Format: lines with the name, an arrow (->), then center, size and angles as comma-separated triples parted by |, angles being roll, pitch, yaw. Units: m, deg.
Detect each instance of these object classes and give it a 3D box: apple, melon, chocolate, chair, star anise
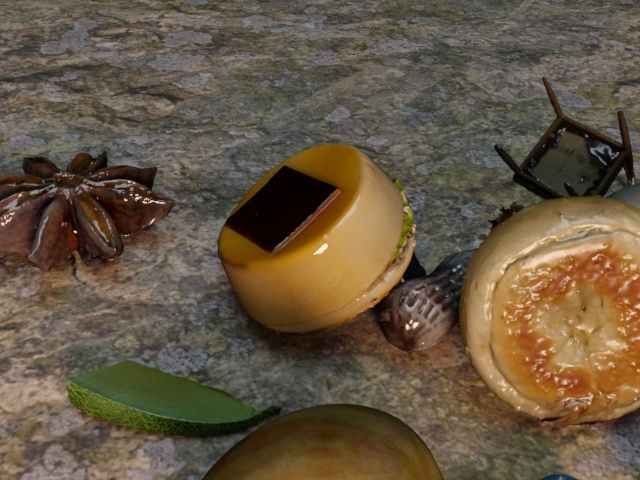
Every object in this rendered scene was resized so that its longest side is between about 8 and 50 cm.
apple -> 0.003, 0.282, 0.613 | 0.234, 0.256, 0.256 | -24, 37, 15
melon -> -0.181, 0.204, 0.858 | 0.262, 0.053, 0.114 | 10, 21, 1
chocolate -> 0.183, 0.084, 0.978 | 0.248, 0.110, 0.110 | -26, 48, -28
chair -> 0.472, -0.148, 1.263 | 0.188, 0.166, 0.272 | 39, 8, 36
star anise -> -0.400, -0.049, 1.081 | 0.332, 0.117, 0.331 | 4, 30, -2

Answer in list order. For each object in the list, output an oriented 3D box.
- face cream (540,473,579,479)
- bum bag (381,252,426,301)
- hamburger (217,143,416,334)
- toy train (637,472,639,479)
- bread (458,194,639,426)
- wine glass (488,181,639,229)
face cream -> 0.219, 0.351, 0.624 | 0.163, 0.080, 0.336 | 1, 22, 20
bum bag -> 0.097, 0.012, 1.093 | 0.107, 0.060, 0.232 | -4, 40, -8
hamburger -> 0.000, 0.000, 0.972 | 0.300, 0.176, 0.300 | -23, 36, 18
toy train -> 0.476, 0.330, 0.696 | 0.194, 0.120, 0.298 | -17, 43, -17
bread -> 0.316, 0.085, 0.851 | 0.306, 0.305, 0.158 | 3, 20, -1
wine glass -> 0.457, 0.005, 1.044 | 0.357, 0.190, 0.190 | -10, 41, -10
